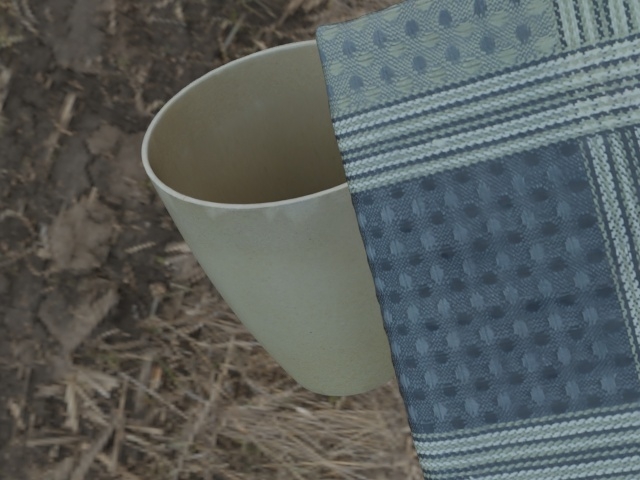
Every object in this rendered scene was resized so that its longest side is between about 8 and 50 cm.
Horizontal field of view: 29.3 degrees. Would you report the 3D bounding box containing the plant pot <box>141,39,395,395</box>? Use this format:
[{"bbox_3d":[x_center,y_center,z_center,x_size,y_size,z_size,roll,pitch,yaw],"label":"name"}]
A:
[{"bbox_3d":[0.000,0.000,1.108,0.256,0.274,0.256,-9,37,7],"label":"plant pot"}]

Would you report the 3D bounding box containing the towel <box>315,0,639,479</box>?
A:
[{"bbox_3d":[0.177,0.009,0.559,0.324,0.056,0.312,-11,97,26],"label":"towel"}]
